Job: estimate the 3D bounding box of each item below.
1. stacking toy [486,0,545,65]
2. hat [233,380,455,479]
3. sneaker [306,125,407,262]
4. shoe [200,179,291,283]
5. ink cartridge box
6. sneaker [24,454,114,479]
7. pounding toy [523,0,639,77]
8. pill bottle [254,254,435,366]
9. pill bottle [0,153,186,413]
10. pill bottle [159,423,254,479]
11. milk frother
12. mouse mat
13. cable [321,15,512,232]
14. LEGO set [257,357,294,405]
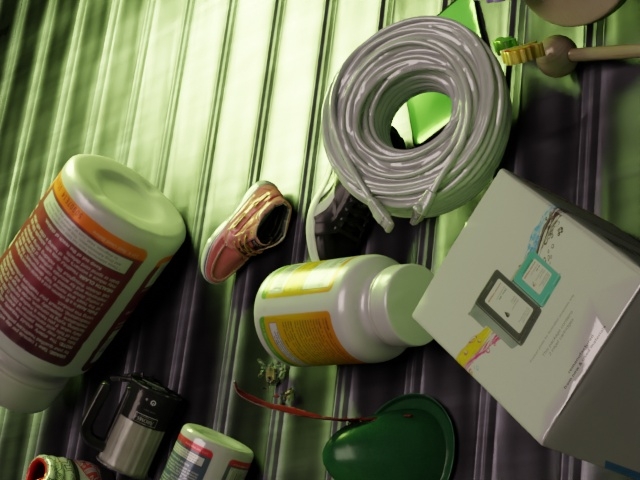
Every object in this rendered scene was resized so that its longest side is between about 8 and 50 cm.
[{"bbox_3d":[0.212,-0.304,1.883,0.221,0.052,0.167,-112,6,-79],"label":"stacking toy"},{"bbox_3d":[0.026,0.247,1.840,0.208,0.183,0.173,-25,52,43],"label":"hat"},{"bbox_3d":[0.055,-0.060,2.069,0.121,0.079,0.217,-9,64,49],"label":"sneaker"},{"bbox_3d":[-0.109,-0.001,2.260,0.178,0.063,0.081,-55,32,8],"label":"shoe"},{"bbox_3d":[0.272,0.088,1.602,0.197,0.198,0.270,-60,35,11],"label":"ink cartridge box"},{"bbox_3d":[-0.378,0.444,2.286,0.090,0.145,0.270,-39,44,33],"label":"sneaker"},{"bbox_3d":[0.337,-0.325,1.860,0.183,0.110,0.237,-6,93,43],"label":"pounding toy"},{"bbox_3d":[0.039,0.089,1.955,0.245,0.136,0.136,-8,64,50],"label":"pill bottle"},{"bbox_3d":[-0.411,0.075,2.471,0.392,0.224,0.224,-52,38,18],"label":"pill bottle"},{"bbox_3d":[-0.173,0.352,2.105,0.108,0.108,0.180,24,90,55],"label":"pill bottle"},{"bbox_3d":[-0.286,0.270,2.325,0.135,0.129,0.143,-65,-8,1],"label":"milk frother"},{"bbox_3d":[0.167,-0.234,2.086,0.152,0.007,0.190,-37,43,35],"label":"mouse mat"},{"bbox_3d":[0.125,-0.156,1.970,0.257,0.089,0.257,-45,58,8],"label":"cable"},{"bbox_3d":[-0.059,0.193,2.128,0.054,0.023,0.083,-43,54,32],"label":"LEGO set"}]
